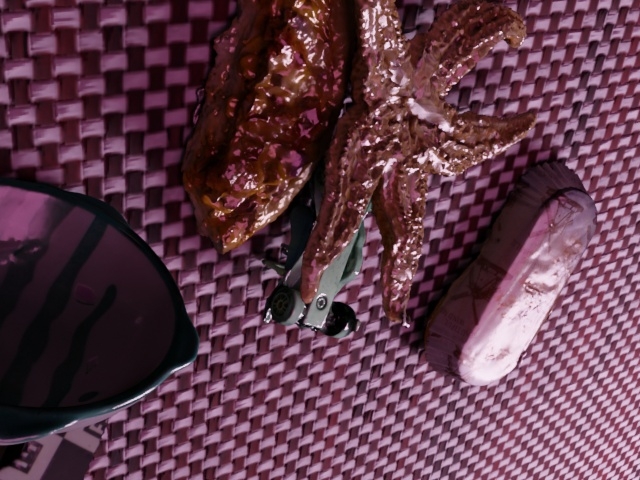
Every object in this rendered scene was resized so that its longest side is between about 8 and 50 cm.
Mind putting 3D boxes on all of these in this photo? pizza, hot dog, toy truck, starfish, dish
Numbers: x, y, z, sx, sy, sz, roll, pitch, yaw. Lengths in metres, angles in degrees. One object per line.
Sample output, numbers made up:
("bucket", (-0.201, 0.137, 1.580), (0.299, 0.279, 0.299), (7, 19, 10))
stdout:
("pizza", (-0.030, -0.098, 0.649), (0.127, 0.058, 0.246), (20, 103, -43))
("hot dog", (0.200, 0.039, 0.915), (0.131, 0.069, 0.252), (24, 99, -35))
("toy truck", (0.000, 0.001, 0.739), (0.080, 0.078, 0.154), (20, 88, -44))
("starfish", (0.071, -0.077, 0.700), (0.299, 0.060, 0.302), (32, 80, -52))
("dish", (-0.201, 0.045, 0.539), (0.246, 0.224, 0.078), (23, 124, -13))

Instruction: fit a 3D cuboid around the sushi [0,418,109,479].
("sushi", (-0.248, 0.119, 0.608), (0.192, 0.051, 0.215), (34, 69, -34))
